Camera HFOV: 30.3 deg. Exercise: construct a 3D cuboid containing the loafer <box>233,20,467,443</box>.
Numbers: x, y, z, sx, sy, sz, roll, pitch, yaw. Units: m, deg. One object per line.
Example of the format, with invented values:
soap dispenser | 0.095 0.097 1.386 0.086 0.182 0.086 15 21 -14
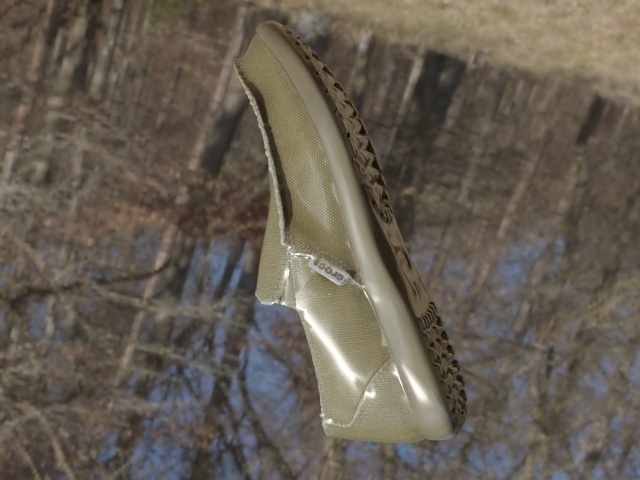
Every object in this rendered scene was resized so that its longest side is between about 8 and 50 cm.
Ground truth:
loafer | 0.000 0.000 0.382 0.056 0.050 0.148 16 -128 -76
